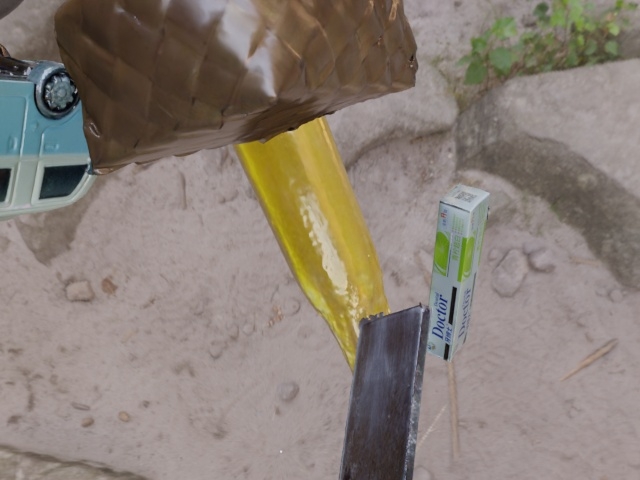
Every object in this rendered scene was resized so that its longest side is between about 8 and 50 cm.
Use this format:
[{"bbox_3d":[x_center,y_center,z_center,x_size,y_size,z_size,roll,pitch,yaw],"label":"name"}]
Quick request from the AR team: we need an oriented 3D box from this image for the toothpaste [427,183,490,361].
[{"bbox_3d":[0.244,0.065,1.278,0.067,0.337,0.081,22,39,30],"label":"toothpaste"}]

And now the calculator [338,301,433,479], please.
[{"bbox_3d":[0.073,0.212,0.857,0.021,0.161,0.262,18,69,-22],"label":"calculator"}]

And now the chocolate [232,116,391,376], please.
[{"bbox_3d":[0.000,0.000,1.094,0.162,0.162,0.446,-22,87,-9],"label":"chocolate"}]

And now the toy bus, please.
[{"bbox_3d":[-0.328,-0.098,0.653,0.133,0.271,0.165,22,109,26],"label":"toy bus"}]

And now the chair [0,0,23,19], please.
[{"bbox_3d":[-0.714,-0.584,1.196,0.410,0.362,0.364,43,50,13],"label":"chair"}]

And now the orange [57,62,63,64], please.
[{"bbox_3d":[-0.341,-0.143,0.890,0.134,0.156,0.157,36,69,-37],"label":"orange"}]

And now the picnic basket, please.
[{"bbox_3d":[-0.089,-0.251,0.642,0.293,0.337,0.337,-15,70,33],"label":"picnic basket"}]
